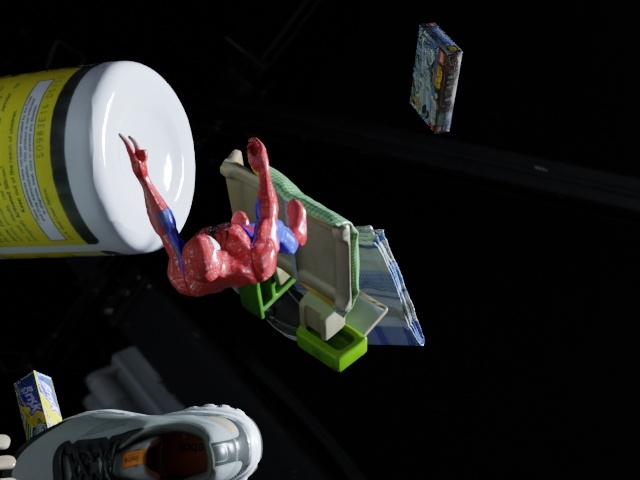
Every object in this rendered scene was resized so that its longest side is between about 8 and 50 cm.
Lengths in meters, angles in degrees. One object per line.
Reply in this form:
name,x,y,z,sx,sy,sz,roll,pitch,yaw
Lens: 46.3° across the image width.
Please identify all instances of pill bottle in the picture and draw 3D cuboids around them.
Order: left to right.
pill bottle,-0.316,-0.075,0.774,0.334,0.188,0.187,-2,-102,20

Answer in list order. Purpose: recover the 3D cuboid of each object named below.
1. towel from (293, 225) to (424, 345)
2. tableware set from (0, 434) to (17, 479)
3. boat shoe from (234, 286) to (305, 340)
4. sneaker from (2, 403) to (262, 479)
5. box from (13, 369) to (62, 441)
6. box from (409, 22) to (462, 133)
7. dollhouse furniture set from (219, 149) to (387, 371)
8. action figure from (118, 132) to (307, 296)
towel,0.049,0.086,1.275,0.209,0.285,0.034,-2,-136,28
tableware set,-0.180,0.117,0.263,0.104,0.154,0.024,53,-54,43
boat shoe,-0.083,0.096,1.231,0.219,0.070,0.077,33,-87,34
sneaker,-0.201,0.218,0.754,0.272,0.108,0.100,-11,-101,10
box,-0.571,0.353,1.526,0.054,0.059,0.169,-33,-123,4
box,0.171,-0.242,1.120,0.027,0.137,0.094,-12,-135,-15
dollhouse furniture set,0.000,0.000,0.978,0.198,0.301,0.151,30,-123,26
action figure,-0.075,-0.033,0.618,0.092,0.280,0.139,-14,-83,7
